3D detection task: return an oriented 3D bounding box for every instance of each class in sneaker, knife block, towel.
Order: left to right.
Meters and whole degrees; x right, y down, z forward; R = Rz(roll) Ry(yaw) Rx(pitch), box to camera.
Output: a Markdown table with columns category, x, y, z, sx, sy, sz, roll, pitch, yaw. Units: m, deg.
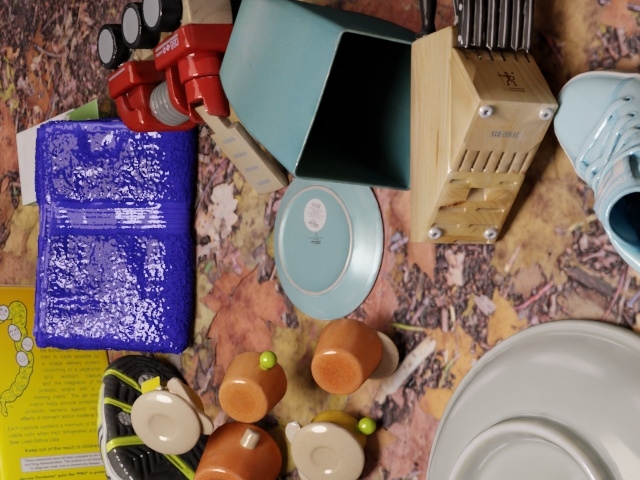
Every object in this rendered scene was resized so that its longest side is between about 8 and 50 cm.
| category | x | y | z | sx | sy | sz | roll | pitch | yaw |
| --- | --- | --- | --- | --- | --- | --- | --- | --- | --- |
| towel | -0.276 | -0.006 | 1.902 | 0.228 | 0.076 | 0.308 | 0 | 89 | 19 |
| sneaker | -0.217 | 0.328 | 1.841 | 0.147 | 0.145 | 0.384 | -46 | 52 | 45 |
| knife block | 0.144 | -0.164 | 1.497 | 0.242 | 0.088 | 0.275 | -108 | 28 | -44 |
| sneaker | 0.293 | -0.054 | 1.277 | 0.366 | 0.150 | 0.135 | 51 | 121 | 47 |

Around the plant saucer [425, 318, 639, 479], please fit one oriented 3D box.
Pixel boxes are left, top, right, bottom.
| category | x | y | z | sx | sy | sz | roll | pitch | yaw |
| --- | --- | --- | --- | --- | --- | --- | --- | --- | --- |
| plant saucer | 0.224 | 0.276 | 1.396 | 0.400 | 0.101 | 0.400 | -2 | 87 | 48 |

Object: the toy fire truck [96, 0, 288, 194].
| category | x | y | z | sx | sy | sz | roll | pitch | yaw |
| --- | --- | --- | --- | --- | --- | --- | --- | --- | --- |
| toy fire truck | -0.151 | -0.168 | 1.780 | 0.217 | 0.159 | 0.246 | -22 | 75 | 57 |

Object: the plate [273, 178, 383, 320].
| category | x | y | z | sx | sy | sz | roll | pitch | yaw |
| --- | --- | --- | --- | --- | --- | --- | --- | --- | --- |
| plate | 0.000 | 0.000 | 1.702 | 0.188 | 0.024 | 0.188 | -2 | 88 | 48 |

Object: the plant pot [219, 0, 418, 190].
| category | x | y | z | sx | sy | sz | roll | pitch | yaw |
| --- | --- | --- | --- | --- | --- | --- | --- | --- | --- |
| plant pot | 0.001 | -0.183 | 1.617 | 0.234 | 0.166 | 0.165 | 40 | 117 | 47 |

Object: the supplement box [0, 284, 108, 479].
| category | x | y | z | sx | sy | sz | roll | pitch | yaw |
| --- | --- | --- | --- | --- | --- | --- | --- | --- | --- |
| supplement box | -0.414 | 0.256 | 2.013 | 0.194 | 0.195 | 0.356 | -26 | 69 | 44 |

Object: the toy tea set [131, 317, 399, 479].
| category | x | y | z | sx | sy | sz | roll | pitch | yaw |
| --- | --- | --- | --- | --- | --- | --- | --- | --- | --- |
| toy tea set | -0.044 | 0.194 | 1.684 | 0.336 | 0.124 | 0.200 | -21 | 107 | 26 |

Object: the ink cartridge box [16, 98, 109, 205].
| category | x | y | z | sx | sy | sz | roll | pitch | yaw |
| --- | --- | --- | --- | --- | --- | --- | --- | --- | --- |
| ink cartridge box | -0.344 | -0.120 | 2.048 | 0.209 | 0.062 | 0.108 | -16 | 78 | 46 |
